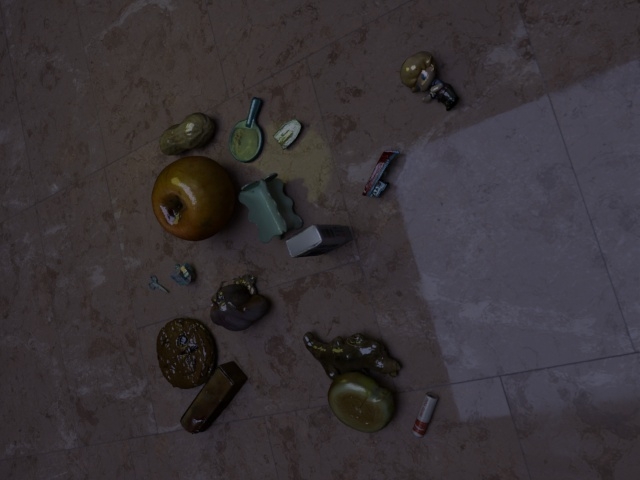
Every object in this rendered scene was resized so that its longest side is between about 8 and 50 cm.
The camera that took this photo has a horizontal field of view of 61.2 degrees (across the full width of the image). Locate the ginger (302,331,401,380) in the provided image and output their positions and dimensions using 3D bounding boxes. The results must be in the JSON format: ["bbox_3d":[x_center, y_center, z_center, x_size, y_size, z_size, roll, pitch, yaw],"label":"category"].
[{"bbox_3d":[0.093,0.373,1.720,0.333,0.080,0.166,-6,92,26],"label":"ginger"}]

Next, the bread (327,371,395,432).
[{"bbox_3d":[0.127,0.495,1.672,0.214,0.104,0.213,8,115,16],"label":"bread"}]

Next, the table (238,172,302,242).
[{"bbox_3d":[-0.168,-0.103,1.836,0.167,0.167,0.198,-30,84,26],"label":"table"}]

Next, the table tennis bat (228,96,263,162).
[{"bbox_3d":[-0.258,-0.398,1.950,0.149,0.038,0.237,25,105,28],"label":"table tennis bat"}]

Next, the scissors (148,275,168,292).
[{"bbox_3d":[-0.652,0.185,2.181,0.119,0.014,0.058,24,102,31],"label":"scissors"}]

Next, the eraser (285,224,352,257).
[{"bbox_3d":[0.000,0.000,1.699,0.125,0.210,0.067,-31,76,26],"label":"eraser"}]

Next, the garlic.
[{"bbox_3d":[-0.296,0.185,1.887,0.207,0.207,0.256,16,135,29],"label":"garlic"}]

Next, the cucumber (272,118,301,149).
[{"bbox_3d":[-0.106,-0.371,1.862,0.107,0.035,0.067,-39,90,23],"label":"cucumber"}]

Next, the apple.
[{"bbox_3d":[-0.442,-0.153,1.929,0.299,0.275,0.298,6,104,23],"label":"apple"}]

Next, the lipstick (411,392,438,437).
[{"bbox_3d":[0.312,0.522,1.618,0.038,0.038,0.130,23,100,28],"label":"lipstick"}]

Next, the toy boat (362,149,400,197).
[{"bbox_3d":[0.191,-0.204,1.675,0.059,0.069,0.172,28,106,6],"label":"toy boat"}]

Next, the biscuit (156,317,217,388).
[{"bbox_3d":[-0.525,0.433,2.074,0.296,0.075,0.295,0,89,30],"label":"biscuit"}]

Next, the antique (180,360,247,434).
[{"bbox_3d":[-0.398,0.588,1.995,0.093,0.087,0.309,44,109,21],"label":"antique"}]

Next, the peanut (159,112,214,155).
[{"bbox_3d":[-0.511,-0.392,2.045,0.257,0.124,0.123,-21,80,28],"label":"peanut"}]

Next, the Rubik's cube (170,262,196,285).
[{"bbox_3d":[-0.520,0.125,2.076,0.084,0.075,0.073,1,45,30],"label":"Rubik's cube"}]

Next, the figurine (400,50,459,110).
[{"bbox_3d":[0.319,-0.460,1.590,0.108,0.114,0.196,-37,82,-1],"label":"figurine"}]
